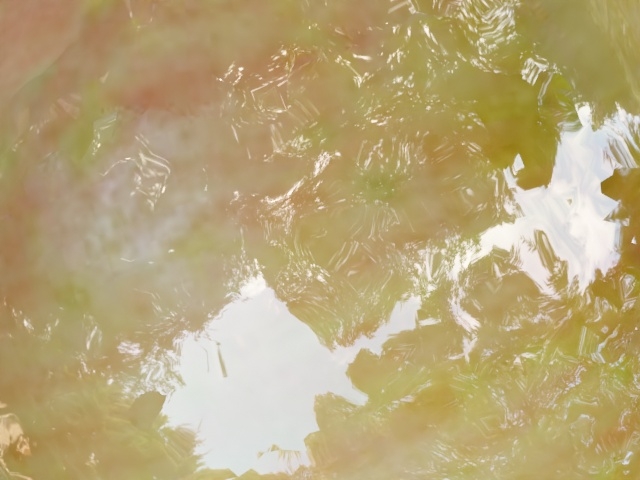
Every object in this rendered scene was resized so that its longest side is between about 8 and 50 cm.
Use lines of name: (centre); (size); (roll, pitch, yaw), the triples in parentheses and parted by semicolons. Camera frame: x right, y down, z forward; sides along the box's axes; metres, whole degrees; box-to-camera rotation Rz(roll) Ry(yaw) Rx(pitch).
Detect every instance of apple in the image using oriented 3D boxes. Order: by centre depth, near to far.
apple: (0.000, 0.000, 0.647); (0.309, 0.252, 0.314); (-20, 98, 35)
